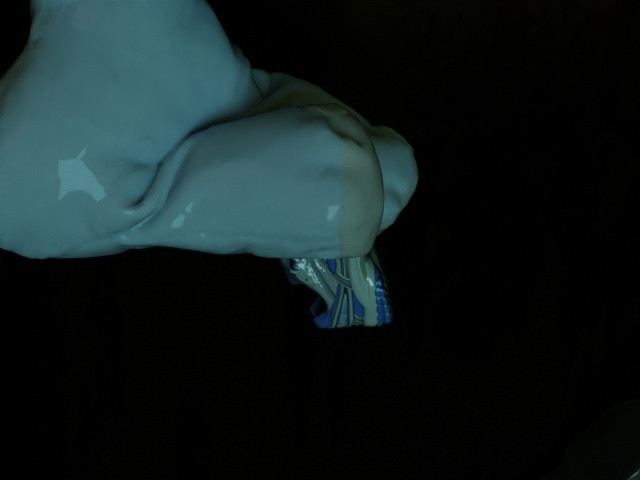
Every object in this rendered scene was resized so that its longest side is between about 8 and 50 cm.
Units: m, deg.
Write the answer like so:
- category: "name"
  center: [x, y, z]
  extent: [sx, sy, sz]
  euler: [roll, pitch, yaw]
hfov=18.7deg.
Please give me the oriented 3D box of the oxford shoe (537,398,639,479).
- category: "oxford shoe"
  center: [0.154, 0.195, 1.260]
  extent: [0.212, 0.076, 0.076]
  euler: [-38, 131, 13]

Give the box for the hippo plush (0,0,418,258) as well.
- category: "hippo plush"
  center: [-0.095, -0.115, 0.977]
  extent: [0.294, 0.234, 0.237]
  euler: [-2, 96, -9]

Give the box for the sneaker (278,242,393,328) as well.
- category: "sneaker"
  center: [0.000, 0.000, 1.124]
  extent: [0.058, 0.052, 0.135]
  euler: [-15, 121, 6]
